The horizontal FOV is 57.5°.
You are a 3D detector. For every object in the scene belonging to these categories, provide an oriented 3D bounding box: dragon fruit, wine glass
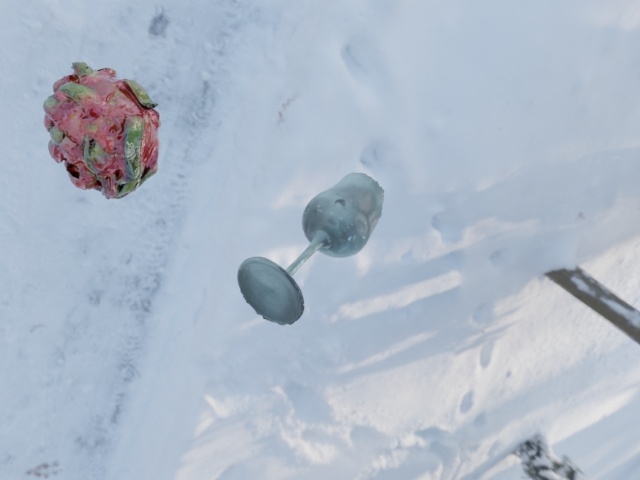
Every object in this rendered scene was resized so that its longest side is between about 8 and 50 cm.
[{"bbox_3d":[-0.462,-0.227,1.250,0.237,0.302,0.231,-17,169,-18],"label":"dragon fruit"},{"bbox_3d":[0.000,0.000,0.610,0.195,0.079,0.079,-45,148,-44],"label":"wine glass"}]
